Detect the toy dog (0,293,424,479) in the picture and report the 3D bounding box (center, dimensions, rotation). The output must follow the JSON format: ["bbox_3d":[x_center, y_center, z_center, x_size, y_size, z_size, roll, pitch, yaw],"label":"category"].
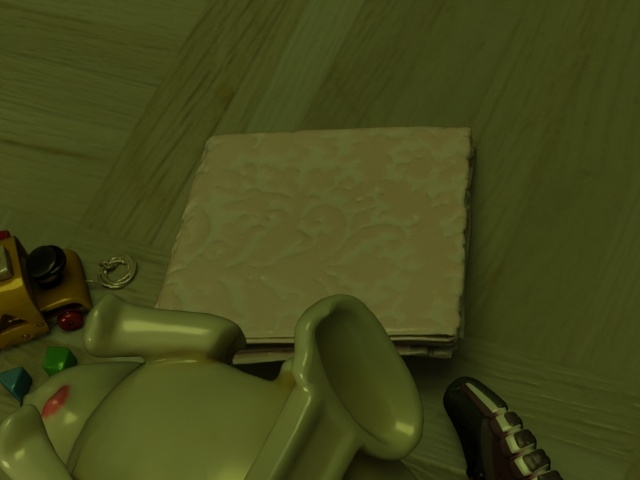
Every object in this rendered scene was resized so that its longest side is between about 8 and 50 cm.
[{"bbox_3d":[-0.104,0.209,1.273,0.408,0.395,0.284,4,64,43],"label":"toy dog"}]

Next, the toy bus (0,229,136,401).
[{"bbox_3d":[-0.333,0.049,1.546,0.191,0.104,0.202,18,63,22],"label":"toy bus"}]

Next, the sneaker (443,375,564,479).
[{"bbox_3d":[0.149,0.263,1.303,0.162,0.106,0.281,-32,57,-5],"label":"sneaker"}]

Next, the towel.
[{"bbox_3d":[0.000,0.000,1.497,0.317,0.053,0.331,-1,42,12],"label":"towel"}]
